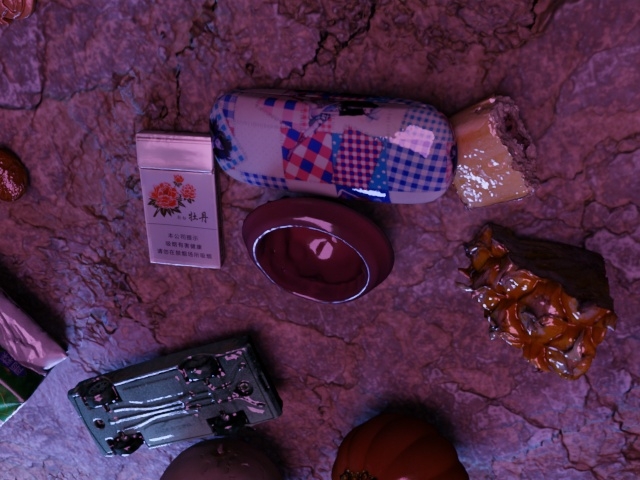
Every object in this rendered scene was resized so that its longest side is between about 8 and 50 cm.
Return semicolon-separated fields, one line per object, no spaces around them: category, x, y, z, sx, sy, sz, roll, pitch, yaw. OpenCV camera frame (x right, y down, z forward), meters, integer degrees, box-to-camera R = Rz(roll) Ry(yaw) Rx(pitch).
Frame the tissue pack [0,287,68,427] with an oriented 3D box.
tissue pack;-0.500;0.147;1.221;0.209;0.148;0.156;44;117;-10

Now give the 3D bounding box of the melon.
melon;-0.159;0.453;1.257;0.223;0.223;0.317;12;115;6

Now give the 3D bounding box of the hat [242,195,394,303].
hat;0.000;0.000;1.063;0.205;0.089;0.205;10;142;8

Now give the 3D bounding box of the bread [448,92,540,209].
bread;0.203;-0.109;0.976;0.106;0.082;0.125;-12;115;46

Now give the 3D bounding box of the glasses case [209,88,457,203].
glasses case;0.008;-0.117;0.993;0.327;0.076;0.125;9;124;24

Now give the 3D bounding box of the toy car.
toy car;-0.220;0.240;1.234;0.320;0.097;0.141;-16;112;18

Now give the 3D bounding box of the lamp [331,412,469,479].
lamp;0.114;0.361;1.167;0.223;0.196;0.223;17;112;46

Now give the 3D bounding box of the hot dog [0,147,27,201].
hot dog;-0.455;-0.096;1.154;0.058;0.035;0.083;-22;110;22

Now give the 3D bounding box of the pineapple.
pineapple;0.282;0.060;1.010;0.186;0.236;0.115;-1;130;-32

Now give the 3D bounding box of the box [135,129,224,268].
box;-0.193;-0.055;1.121;0.109;0.029;0.198;5;117;10

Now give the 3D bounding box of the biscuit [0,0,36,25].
biscuit;-0.413;-0.318;1.046;0.091;0.015;0.078;10;117;7
